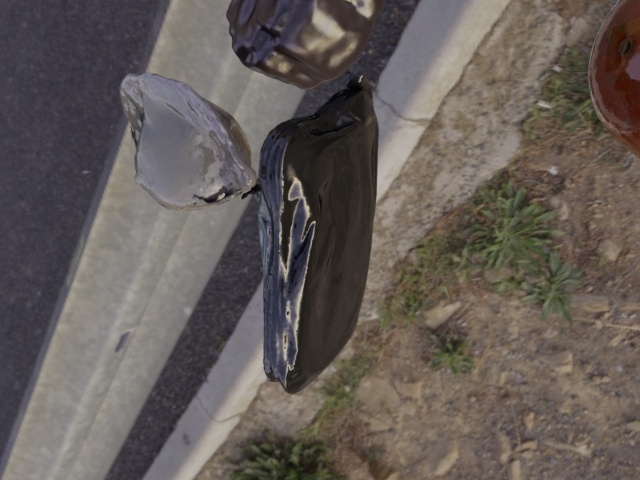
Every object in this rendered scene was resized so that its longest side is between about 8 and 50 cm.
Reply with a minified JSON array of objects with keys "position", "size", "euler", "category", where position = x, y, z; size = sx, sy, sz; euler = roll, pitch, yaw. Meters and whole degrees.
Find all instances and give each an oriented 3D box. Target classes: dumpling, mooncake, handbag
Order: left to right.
[{"position":[-0.188,-0.150,0.997],"size":[0.292,0.163,0.205],"euler":[9,108,49],"category":"dumpling"},{"position":[-0.027,-0.364,0.950],"size":[0.283,0.141,0.283],"euler":[-27,54,46],"category":"mooncake"},{"position":[0.000,-0.002,0.726],"size":[0.074,0.191,0.333],"euler":[17,124,27],"category":"handbag"}]

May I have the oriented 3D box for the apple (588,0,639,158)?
[{"position":[0.381,-0.161,0.600],"size":[0.253,0.253,0.254],"euler":[10,105,40],"category":"apple"}]
